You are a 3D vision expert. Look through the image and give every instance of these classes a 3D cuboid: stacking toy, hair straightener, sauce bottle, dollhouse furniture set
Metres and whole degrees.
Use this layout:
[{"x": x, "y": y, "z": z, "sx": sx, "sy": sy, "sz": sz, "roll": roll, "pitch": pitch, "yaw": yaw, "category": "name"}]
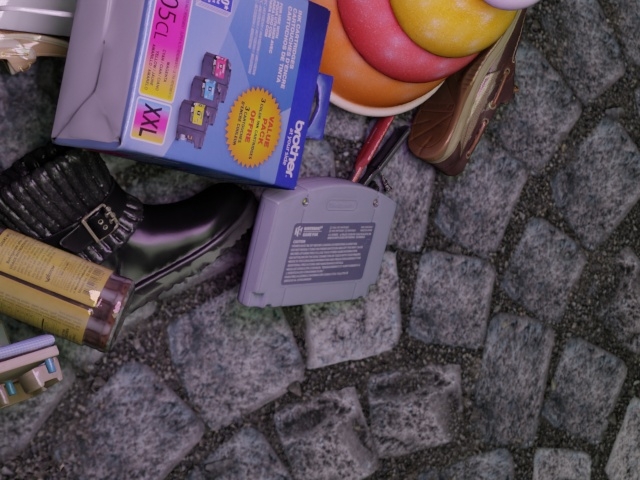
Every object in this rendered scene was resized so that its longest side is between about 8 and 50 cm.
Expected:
[{"x": 0.182, "y": -0.370, "z": 1.701, "sx": 0.350, "sy": 0.480, "sz": 0.351, "roll": -1, "pitch": 91, "yaw": -30, "category": "stacking toy"}, {"x": 0.087, "y": -0.094, "z": 1.920, "sx": 0.089, "sy": 0.047, "sz": 0.230, "roll": 34, "pitch": 77, "yaw": -27, "category": "hair straightener"}, {"x": -0.418, "y": 0.037, "z": 1.541, "sx": 0.344, "sy": 0.111, "sz": 0.111, "roll": 24, "pitch": 81, "yaw": -2, "category": "sauce bottle"}, {"x": -0.444, "y": 0.110, "z": 1.455, "sx": 0.286, "sy": 0.303, "sz": 0.198, "roll": -17, "pitch": 82, "yaw": -44, "category": "dollhouse furniture set"}]

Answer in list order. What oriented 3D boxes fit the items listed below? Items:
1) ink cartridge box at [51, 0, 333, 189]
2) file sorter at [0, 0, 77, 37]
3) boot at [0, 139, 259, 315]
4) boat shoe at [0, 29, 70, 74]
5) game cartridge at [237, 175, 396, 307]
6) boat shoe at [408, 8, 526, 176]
[{"x": -0.143, "y": -0.222, "z": 1.580, "sx": 0.395, "sy": 0.151, "sz": 0.270, "roll": 10, "pitch": 91, "yaw": -52, "category": "ink cartridge box"}, {"x": -0.358, "y": -0.424, "z": 1.569, "sx": 0.192, "sy": 0.173, "sz": 0.278, "roll": 1, "pitch": 93, "yaw": -31, "category": "file sorter"}, {"x": -0.272, "y": -0.055, "z": 1.668, "sx": 0.348, "sy": 0.131, "sz": 0.260, "roll": -35, "pitch": 110, "yaw": -23, "category": "boot"}, {"x": -0.424, "y": -0.257, "z": 1.610, "sx": 0.170, "sy": 0.063, "sz": 0.059, "roll": 3, "pitch": 95, "yaw": -21, "category": "boat shoe"}, {"x": 0.000, "y": 0.000, "z": 1.803, "sx": 0.294, "sy": 0.060, "sz": 0.196, "roll": -1, "pitch": 113, "yaw": -51, "category": "game cartridge"}, {"x": 0.269, "y": -0.268, "z": 1.982, "sx": 0.123, "sy": 0.123, "sz": 0.342, "roll": 33, "pitch": 77, "yaw": -42, "category": "boat shoe"}]
